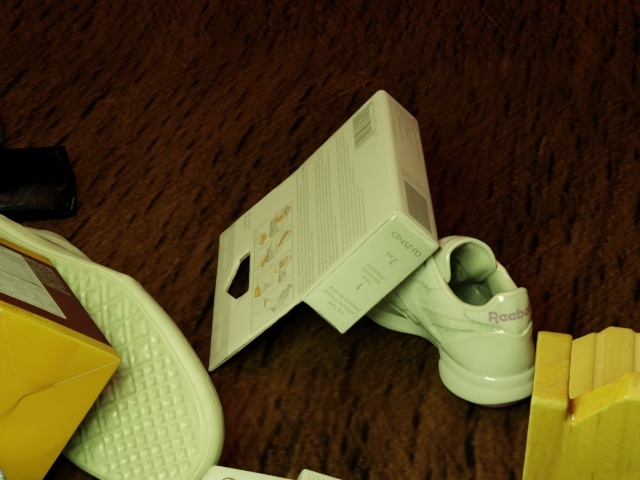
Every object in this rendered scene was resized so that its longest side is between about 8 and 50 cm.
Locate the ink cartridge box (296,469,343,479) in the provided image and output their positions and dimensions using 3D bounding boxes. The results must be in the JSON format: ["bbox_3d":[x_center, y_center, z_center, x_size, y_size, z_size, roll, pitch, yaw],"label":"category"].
[{"bbox_3d":[0.058,0.270,1.402,0.179,0.045,0.145,20,27,-6],"label":"ink cartridge box"}]

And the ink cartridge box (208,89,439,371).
[{"bbox_3d":[0.000,0.000,1.760,0.066,0.261,0.296,41,21,-20],"label":"ink cartridge box"}]

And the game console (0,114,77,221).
[{"bbox_3d":[-0.423,-0.115,2.057,0.213,0.044,0.361,-4,29,-15],"label":"game console"}]

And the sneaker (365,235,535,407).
[{"bbox_3d":[0.126,0.040,1.699,0.114,0.152,0.305,-16,32,-26],"label":"sneaker"}]

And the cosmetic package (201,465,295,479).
[{"bbox_3d":[0.074,0.300,1.167,0.365,0.197,0.155,8,29,13],"label":"cosmetic package"}]

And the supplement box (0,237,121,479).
[{"bbox_3d":[-0.305,0.111,1.451,0.129,0.191,0.194,28,11,-38],"label":"supplement box"}]

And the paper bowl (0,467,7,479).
[{"bbox_3d":[-0.351,0.266,1.215,0.284,0.148,0.284,-6,30,4],"label":"paper bowl"}]

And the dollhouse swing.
[{"bbox_3d":[0.360,0.121,1.448,0.347,0.315,0.305,6,49,8],"label":"dollhouse swing"}]

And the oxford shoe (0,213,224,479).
[{"bbox_3d":[-0.227,0.095,1.588,0.449,0.169,0.130,32,4,40],"label":"oxford shoe"}]
